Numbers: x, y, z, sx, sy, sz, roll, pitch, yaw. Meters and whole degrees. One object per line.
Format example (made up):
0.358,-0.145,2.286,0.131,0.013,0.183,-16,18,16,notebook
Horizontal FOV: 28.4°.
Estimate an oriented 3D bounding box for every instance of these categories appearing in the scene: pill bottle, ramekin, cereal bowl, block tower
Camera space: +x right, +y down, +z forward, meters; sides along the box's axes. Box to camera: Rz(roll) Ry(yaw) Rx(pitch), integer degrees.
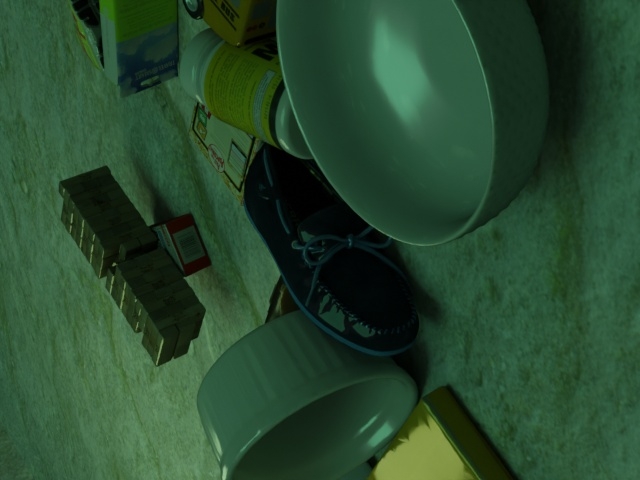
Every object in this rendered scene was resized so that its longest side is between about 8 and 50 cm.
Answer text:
-0.070,-0.185,1.539,0.208,0.119,0.119,28,134,38,pill bottle
-0.025,0.208,1.631,0.135,0.277,0.277,58,151,30,ramekin
0.105,-0.173,1.256,0.339,0.141,0.339,38,141,39,cereal bowl
-0.305,0.038,2.035,0.335,0.091,0.097,54,148,23,block tower

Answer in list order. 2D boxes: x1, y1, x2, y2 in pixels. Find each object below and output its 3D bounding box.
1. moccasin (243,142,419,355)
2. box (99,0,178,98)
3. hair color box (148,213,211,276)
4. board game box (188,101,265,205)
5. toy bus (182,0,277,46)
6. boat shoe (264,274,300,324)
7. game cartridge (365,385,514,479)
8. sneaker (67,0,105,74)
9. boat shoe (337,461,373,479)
0.000,0.000,1.567,0.342,0.137,0.117,46,141,31,moccasin
-0.255,-0.300,1.795,0.042,0.109,0.178,38,141,34,box
-0.249,0.015,2.075,0.167,0.053,0.093,-13,101,62,hair color box
-0.114,-0.163,1.726,0.147,0.045,0.193,53,148,22,board game box
-0.143,-0.378,1.550,0.333,0.108,0.130,52,148,24,toy bus
-0.036,0.094,1.773,0.207,0.073,0.073,112,165,-48,boat shoe
0.196,0.380,1.616,0.324,0.052,0.285,52,148,19,game cartridge
-0.354,-0.348,1.955,0.094,0.081,0.208,19,127,56,sneaker
0.002,0.323,1.842,0.301,0.108,0.102,51,177,4,boat shoe
